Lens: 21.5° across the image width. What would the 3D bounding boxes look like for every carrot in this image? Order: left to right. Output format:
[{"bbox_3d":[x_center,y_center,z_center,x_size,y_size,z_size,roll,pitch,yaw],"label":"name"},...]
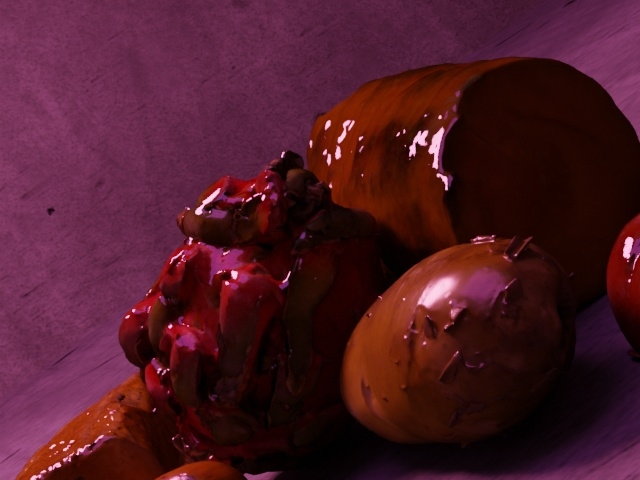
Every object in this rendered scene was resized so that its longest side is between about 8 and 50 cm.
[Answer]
[{"bbox_3d":[0.143,-0.048,1.560,0.241,0.241,0.340,-36,12,-16],"label":"carrot"}]

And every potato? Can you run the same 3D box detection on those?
[{"bbox_3d":[0.109,0.078,1.297,0.173,0.140,0.300,-36,0,-19],"label":"potato"}]

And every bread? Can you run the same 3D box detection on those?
[{"bbox_3d":[-0.213,0.237,1.674,0.167,0.132,0.294,-41,3,5],"label":"bread"}]

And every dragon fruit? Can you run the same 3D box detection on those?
[{"bbox_3d":[-0.049,0.070,1.506,0.237,0.231,0.303,-19,-35,-40],"label":"dragon fruit"}]

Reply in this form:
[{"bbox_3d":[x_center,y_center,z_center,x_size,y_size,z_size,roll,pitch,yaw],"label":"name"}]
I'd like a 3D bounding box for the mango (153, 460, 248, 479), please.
[{"bbox_3d":[-0.124,0.244,1.443,0.115,0.090,0.178,-25,-3,-37],"label":"mango"}]

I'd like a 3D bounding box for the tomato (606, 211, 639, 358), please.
[{"bbox_3d":[0.302,-0.005,1.230,0.225,0.085,0.225,-30,8,5],"label":"tomato"}]
